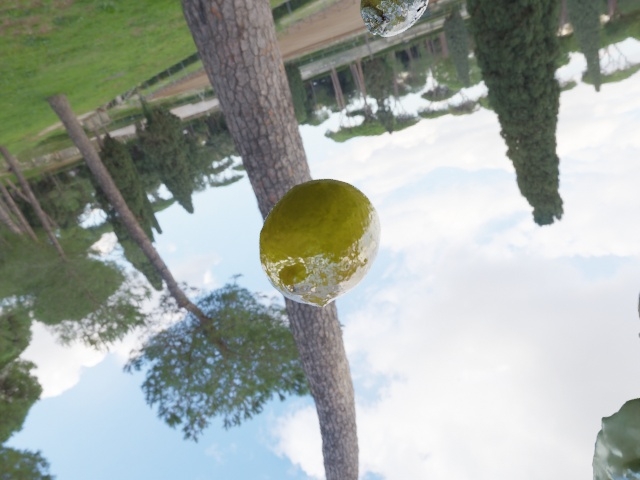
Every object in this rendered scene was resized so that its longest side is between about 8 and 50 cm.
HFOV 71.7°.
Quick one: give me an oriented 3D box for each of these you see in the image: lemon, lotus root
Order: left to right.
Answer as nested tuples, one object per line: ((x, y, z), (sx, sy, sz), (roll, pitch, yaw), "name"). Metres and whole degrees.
((0.000, 0.000, 0.858), (0.234, 0.233, 0.288), (-5, -145, 33), "lemon")
((0.113, -0.350, 0.633), (0.088, 0.088, 0.165), (0, -139, 42), "lotus root")

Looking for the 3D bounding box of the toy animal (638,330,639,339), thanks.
((0.519, 0.141, 0.521), (0.230, 0.156, 0.156), (14, -152, 9), "toy animal")

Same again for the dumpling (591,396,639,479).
((0.443, 0.350, 0.430), (0.212, 0.269, 0.320), (0, -160, 7), "dumpling")

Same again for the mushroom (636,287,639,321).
((0.595, 0.114, 0.696), (0.195, 0.253, 0.189), (-25, -142, -4), "mushroom")
